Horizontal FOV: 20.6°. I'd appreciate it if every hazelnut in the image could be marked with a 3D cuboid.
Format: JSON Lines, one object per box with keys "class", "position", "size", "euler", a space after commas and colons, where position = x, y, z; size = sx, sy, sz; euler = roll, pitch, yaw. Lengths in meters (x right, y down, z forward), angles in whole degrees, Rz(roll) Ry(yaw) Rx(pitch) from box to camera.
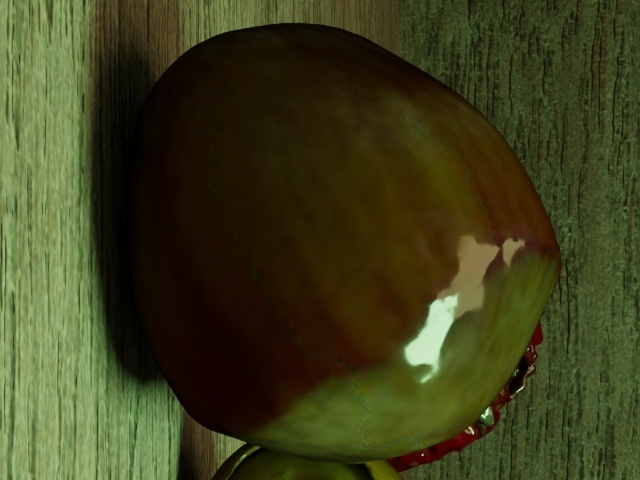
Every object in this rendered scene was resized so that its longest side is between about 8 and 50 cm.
{"class": "hazelnut", "position": [0.005, 0.007, 1.356], "size": [0.366, 0.365, 0.366], "euler": [-2, 90, -83]}

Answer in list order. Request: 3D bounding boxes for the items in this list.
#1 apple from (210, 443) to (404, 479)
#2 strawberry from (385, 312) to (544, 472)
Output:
{"class": "apple", "position": [-0.013, 0.274, 1.473], "size": [0.237, 0.236, 0.207], "euler": [-82, 157, -55]}
{"class": "strawberry", "position": [0.081, 0.117, 2.079], "size": [0.317, 0.295, 0.345], "euler": [-55, -166, -9]}
